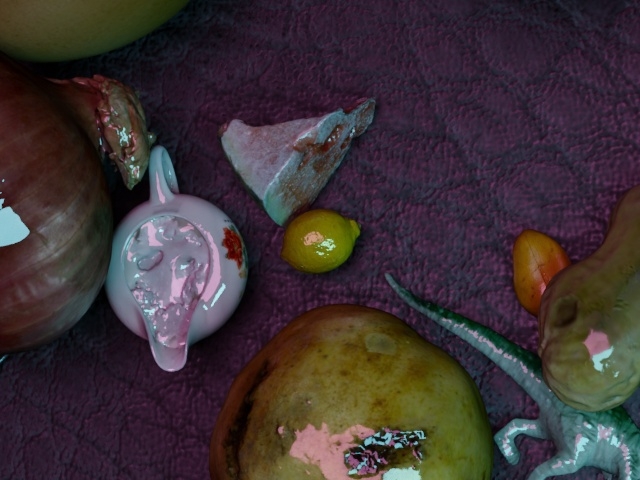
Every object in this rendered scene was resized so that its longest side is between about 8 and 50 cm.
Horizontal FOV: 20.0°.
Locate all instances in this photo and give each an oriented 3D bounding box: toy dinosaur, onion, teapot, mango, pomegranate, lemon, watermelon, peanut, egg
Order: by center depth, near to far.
[{"bbox_3d":[0.029,0.194,1.628,0.260,0.260,0.260,-2,81,14],"label":"pomegranate"},{"bbox_3d":[0.271,0.043,1.637,0.120,0.110,0.236,1,57,52],"label":"peanut"},{"bbox_3d":[0.187,0.169,1.674,0.383,0.076,0.129,30,83,13],"label":"toy dinosaur"},{"bbox_3d":[-0.350,-0.044,1.691,0.354,0.353,0.353,-2,81,14],"label":"onion"},{"bbox_3d":[0.206,0.030,1.701,0.060,0.046,0.089,-24,73,9],"label":"mango"},{"bbox_3d":[0.000,0.000,1.751,0.083,0.062,0.062,-21,77,-3],"label":"lemon"},{"bbox_3d":[-0.020,-0.076,1.752,0.158,0.098,0.121,-10,80,9],"label":"watermelon"},{"bbox_3d":[-0.241,-0.303,1.759,0.322,0.250,0.250,-28,76,15],"label":"egg"},{"bbox_3d":[-0.142,0.019,1.768,0.145,0.092,0.226,-12,78,9],"label":"teapot"}]

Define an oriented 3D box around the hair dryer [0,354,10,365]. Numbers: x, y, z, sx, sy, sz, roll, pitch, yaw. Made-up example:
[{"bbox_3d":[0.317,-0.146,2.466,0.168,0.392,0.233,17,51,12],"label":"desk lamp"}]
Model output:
[{"bbox_3d":[-0.364,0.159,1.831,0.071,0.047,0.150,43,87,17],"label":"hair dryer"}]
